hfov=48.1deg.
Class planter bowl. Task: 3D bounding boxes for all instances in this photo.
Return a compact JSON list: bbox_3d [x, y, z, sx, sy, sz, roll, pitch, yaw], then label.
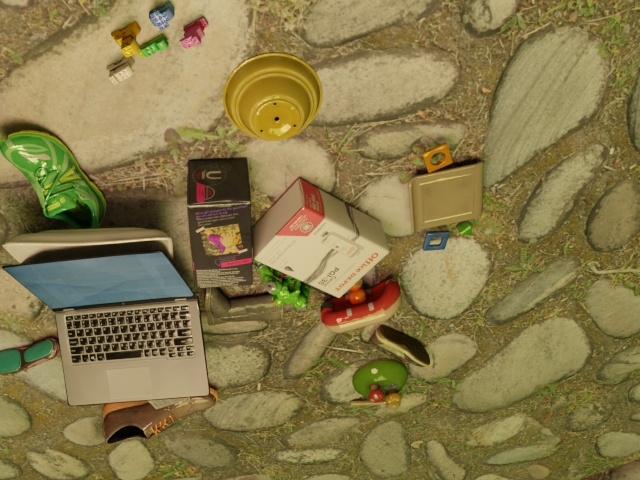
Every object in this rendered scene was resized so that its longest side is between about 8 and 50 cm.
[{"bbox_3d":[-0.096,-0.280,1.523,0.217,0.090,0.217,-6,134,-6],"label":"planter bowl"}]

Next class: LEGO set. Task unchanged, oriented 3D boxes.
[{"bbox_3d":[-0.334,-0.378,1.378,0.227,0.093,0.087,-24,133,12],"label":"LEGO set"}]

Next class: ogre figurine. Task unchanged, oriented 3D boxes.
[{"bbox_3d":[-0.094,0.112,1.879,0.097,0.118,0.197,-24,133,12],"label":"ogre figurine"}]

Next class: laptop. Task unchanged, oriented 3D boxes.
[{"bbox_3d":[-0.501,0.227,1.730,0.382,0.236,0.407,-5,96,7],"label":"laptop"}]

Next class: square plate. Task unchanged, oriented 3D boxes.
[{"bbox_3d":[-0.517,0.031,1.675,0.347,0.049,0.344,-2,165,-10],"label":"square plate"}]

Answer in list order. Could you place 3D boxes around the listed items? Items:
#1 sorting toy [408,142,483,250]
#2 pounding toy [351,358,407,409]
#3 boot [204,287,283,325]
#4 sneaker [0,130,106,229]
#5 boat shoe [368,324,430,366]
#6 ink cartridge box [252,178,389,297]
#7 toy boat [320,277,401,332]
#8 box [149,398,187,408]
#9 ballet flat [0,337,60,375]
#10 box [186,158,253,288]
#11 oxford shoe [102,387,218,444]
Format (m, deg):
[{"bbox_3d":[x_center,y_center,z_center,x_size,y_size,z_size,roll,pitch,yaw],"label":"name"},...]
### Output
[{"bbox_3d":[0.312,-0.116,1.796,0.196,0.047,0.347,-15,135,-4],"label":"sorting toy"},{"bbox_3d":[0.198,0.496,2.312,0.183,0.110,0.236,-3,133,-9],"label":"pounding toy"},{"bbox_3d":[-0.205,0.169,1.942,0.209,0.076,0.189,-1,148,-1],"label":"boot"},{"bbox_3d":[-0.568,-0.122,1.553,0.109,0.123,0.295,-27,133,12],"label":"sneaker"},{"bbox_3d":[0.240,0.331,2.190,0.224,0.080,0.073,32,126,-28],"label":"boat shoe"},{"bbox_3d":[0.000,0.000,1.791,0.283,0.117,0.207,26,123,-31],"label":"ink cartridge box"},{"bbox_3d":[0.103,0.149,1.962,0.231,0.151,0.151,-16,105,4],"label":"toy boat"},{"bbox_3d":[-0.430,0.338,1.967,0.103,0.203,0.114,-19,136,7],"label":"box"},{"bbox_3d":[-0.809,0.329,1.981,0.222,0.076,0.079,-19,153,7],"label":"ballet flat"},{"bbox_3d":[-0.234,-0.036,1.675,0.143,0.165,0.270,-3,133,-8],"label":"box"},{"bbox_3d":[-0.487,0.542,2.199,0.364,0.132,0.130,-15,134,3],"label":"oxford shoe"}]
